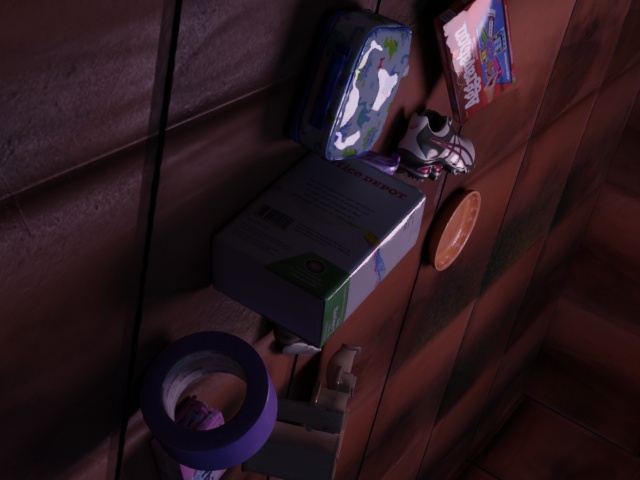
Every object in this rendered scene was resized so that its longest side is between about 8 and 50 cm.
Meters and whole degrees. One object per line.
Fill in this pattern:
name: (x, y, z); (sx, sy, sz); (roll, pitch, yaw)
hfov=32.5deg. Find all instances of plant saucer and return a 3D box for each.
plant saucer: (0.297, -0.027, 2.476); (0.200, 0.037, 0.200); (-48, 154, -32)

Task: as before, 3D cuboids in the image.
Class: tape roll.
tape roll: (-0.161, 0.232, 1.593); (0.189, 0.189, 0.080); (-53, 155, -21)

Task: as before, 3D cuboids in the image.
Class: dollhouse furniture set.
dollhouse furniture set: (-0.025, 0.286, 2.128); (0.355, 0.173, 0.303); (-73, 174, -51)

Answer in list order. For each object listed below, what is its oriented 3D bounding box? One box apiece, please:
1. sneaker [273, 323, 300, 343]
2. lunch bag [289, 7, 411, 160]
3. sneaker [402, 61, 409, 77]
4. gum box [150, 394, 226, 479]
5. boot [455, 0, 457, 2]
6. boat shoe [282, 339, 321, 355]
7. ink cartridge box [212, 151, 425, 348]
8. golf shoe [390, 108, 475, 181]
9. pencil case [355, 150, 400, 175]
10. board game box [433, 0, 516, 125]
sneaker: (-0.011, 0.108, 1.932); (0.188, 0.066, 0.071); (-43, 150, -40)
lunch bag: (0.045, -0.233, 1.632); (0.176, 0.090, 0.219); (-21, 134, -59)
sneaker: (0.117, -0.289, 1.797); (0.098, 0.038, 0.069); (-53, 156, -44)
gum box: (-0.209, 0.344, 1.782); (0.107, 0.062, 0.188); (-48, 154, -30)
boot: (0.297, -0.384, 2.020); (0.189, 0.076, 0.208); (-47, 150, 1)
boat shoe: (-0.037, 0.186, 2.002); (0.046, 0.038, 0.125); (-25, 163, 23)
ink cartridge box: (0.000, 0.000, 1.654); (0.278, 0.201, 0.117); (-44, 152, -38)
golf shoe: (0.231, -0.186, 2.074); (0.273, 0.105, 0.120); (-20, 126, -59)
pencil case: (0.067, -0.056, 1.881); (0.088, 0.086, 0.206); (6, 116, -29)
board game box: (0.278, -0.335, 1.949); (0.145, 0.027, 0.281); (-39, 148, -10)
